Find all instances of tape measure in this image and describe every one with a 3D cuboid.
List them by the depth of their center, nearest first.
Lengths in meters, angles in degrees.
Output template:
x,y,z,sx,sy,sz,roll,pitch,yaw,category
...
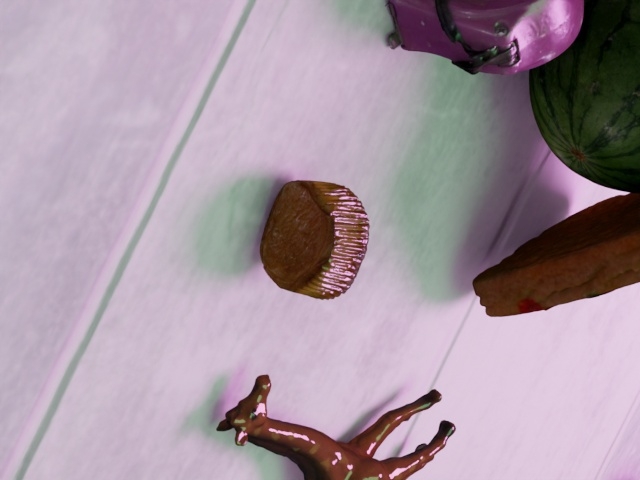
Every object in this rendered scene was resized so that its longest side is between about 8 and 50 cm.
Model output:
x,y,z,sx,sy,sz,roll,pitch,yaw,category
0.125,-0.171,0.935,0.125,0.118,0.074,-47,140,-23,tape measure

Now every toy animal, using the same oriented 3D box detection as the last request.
x,y,z,sx,sy,sz,roll,pitch,yaw,category
0.020,0.177,1.057,0.230,0.066,0.224,-19,124,-33,toy animal

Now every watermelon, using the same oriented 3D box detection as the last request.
x,y,z,sx,sy,sz,roll,pitch,yaw,category
0.267,-0.141,1.046,0.214,0.188,0.188,-50,139,-19,watermelon

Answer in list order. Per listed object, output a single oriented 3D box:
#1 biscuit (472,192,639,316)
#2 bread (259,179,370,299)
x,y,z,sx,sy,sz,roll,pitch,yaw,category
0.287,-0.016,1.104,0.262,0.277,0.052,-32,97,-46,biscuit
0.000,0.000,0.923,0.053,0.085,0.085,9,104,-42,bread
